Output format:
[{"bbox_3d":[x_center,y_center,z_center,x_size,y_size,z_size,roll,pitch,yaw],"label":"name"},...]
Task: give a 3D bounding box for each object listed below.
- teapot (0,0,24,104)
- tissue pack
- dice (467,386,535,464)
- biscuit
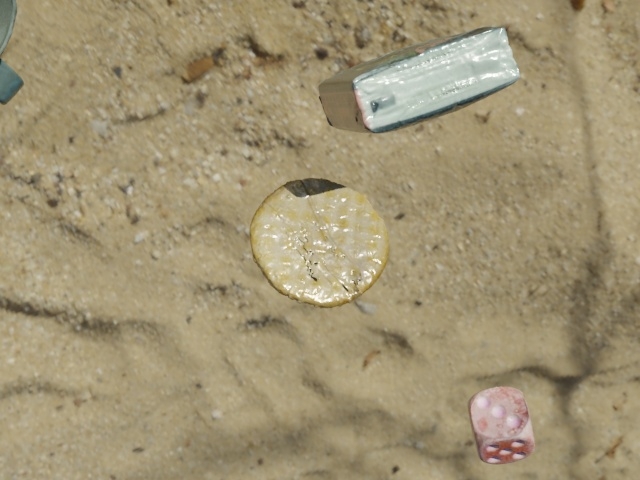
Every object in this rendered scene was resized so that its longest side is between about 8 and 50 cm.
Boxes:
[{"bbox_3d":[-0.332,-0.192,0.705,0.171,0.225,0.203,-52,138,-9],"label":"teapot"},{"bbox_3d":[0.131,-0.230,1.348,0.227,0.315,0.103,-19,101,-5],"label":"tissue pack"},{"bbox_3d":[0.281,0.288,1.423,0.091,0.093,0.094,-11,141,5],"label":"dice"},{"bbox_3d":[0.000,-0.001,1.353,0.219,0.220,0.033,-15,156,-22],"label":"biscuit"}]
